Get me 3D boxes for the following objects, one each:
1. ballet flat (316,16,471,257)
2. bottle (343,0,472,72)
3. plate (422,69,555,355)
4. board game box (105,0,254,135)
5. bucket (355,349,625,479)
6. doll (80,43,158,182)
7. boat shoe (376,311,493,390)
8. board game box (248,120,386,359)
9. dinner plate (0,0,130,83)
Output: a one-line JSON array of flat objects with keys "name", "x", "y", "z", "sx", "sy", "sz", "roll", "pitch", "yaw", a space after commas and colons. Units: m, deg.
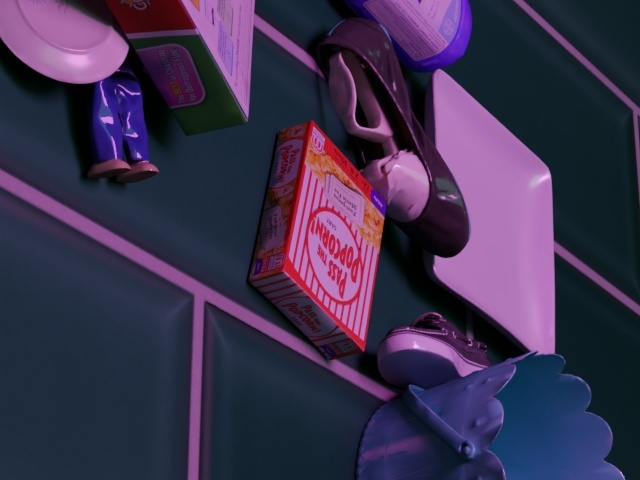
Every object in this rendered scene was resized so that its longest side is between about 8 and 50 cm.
[{"name": "ballet flat", "x": 0.065, "y": -0.103, "z": 2.098, "sx": 0.096, "sy": 0.095, "sz": 0.280, "roll": -18, "pitch": 81, "yaw": -50}, {"name": "bottle", "x": 0.063, "y": -0.304, "z": 2.176, "sx": 0.283, "sy": 0.092, "sz": 0.118, "roll": 43, "pitch": 41, "yaw": -41}, {"name": "plate", "x": 0.190, "y": -0.021, "z": 2.293, "sx": 0.277, "sy": 0.045, "sz": 0.278, "roll": 36, "pitch": 47, "yaw": -45}, {"name": "board game box", "x": -0.145, "y": -0.287, "z": 1.762, "sx": 0.316, "sy": 0.064, "sz": 0.242, "roll": 61, "pitch": 23, "yaw": -46}, {"name": "bucket", "x": 0.175, "y": 0.258, "z": 2.002, "sx": 0.281, "sy": 0.183, "sz": 0.281, "roll": 33, "pitch": 49, "yaw": -49}, {"name": "doll", "x": -0.190, "y": -0.149, "z": 1.736, "sx": 0.129, "sy": 0.046, "sz": 0.189, "roll": 6, "pitch": 71, "yaw": -53}, {"name": "boat shoe", "x": 0.125, "y": 0.116, "z": 2.094, "sx": 0.228, "sy": 0.080, "sz": 0.076, "roll": 24, "pitch": 50, "yaw": -54}, {"name": "board game box", "x": 0.000, "y": 0.000, "z": 1.975, "sx": 0.147, "sy": 0.045, "sz": 0.193, "roll": 46, "pitch": 41, "yaw": -38}, {"name": "dinner plate", "x": -0.223, "y": -0.200, "z": 1.690, "sx": 0.141, "sy": 0.017, "sz": 0.141, "roll": 18, "pitch": 55, "yaw": -28}]
